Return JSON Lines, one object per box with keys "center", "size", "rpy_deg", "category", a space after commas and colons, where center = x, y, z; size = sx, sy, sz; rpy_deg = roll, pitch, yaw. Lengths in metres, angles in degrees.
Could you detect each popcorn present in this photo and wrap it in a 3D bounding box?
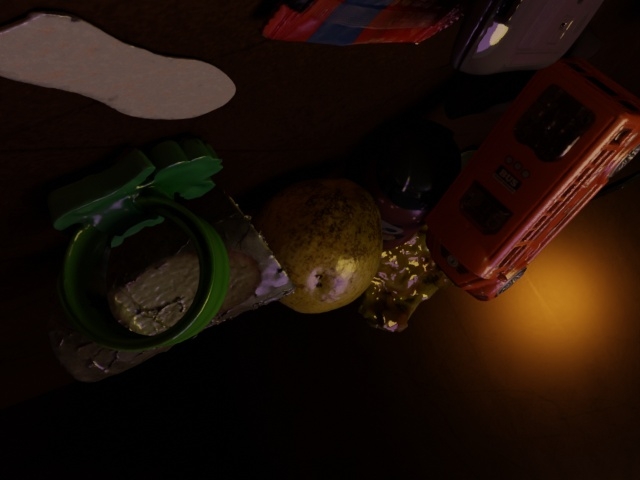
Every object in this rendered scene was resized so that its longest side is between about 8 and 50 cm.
{"center": [0.137, 0.013, 1.231], "size": [0.325, 0.321, 0.290], "rpy_deg": [-10, -167, 7], "category": "popcorn"}

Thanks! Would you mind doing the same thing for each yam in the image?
{"center": [-0.166, 0.040, 0.613], "size": [0.254, 0.154, 0.154], "rpy_deg": [-27, 174, 6], "category": "yam"}

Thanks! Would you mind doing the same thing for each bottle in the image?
{"center": [0.125, -0.084, 0.872], "size": [0.144, 0.144, 0.336], "rpy_deg": [-26, 171, -8], "category": "bottle"}

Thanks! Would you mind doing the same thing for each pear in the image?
{"center": [0.000, 0.000, 0.781], "size": [0.197, 0.197, 0.197], "rpy_deg": [-26, 174, -3], "category": "pear"}

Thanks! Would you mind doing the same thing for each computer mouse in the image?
{"center": [0.165, -0.185, 0.425], "size": [0.232, 0.057, 0.120], "rpy_deg": [-26, 151, -50], "category": "computer mouse"}

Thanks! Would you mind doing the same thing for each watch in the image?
{"center": [-0.139, 0.010, 0.468], "size": [0.165, 0.152, 0.131], "rpy_deg": [-25, 171, -4], "category": "watch"}

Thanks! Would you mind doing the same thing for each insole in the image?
{"center": [-0.113, -0.099, 0.337], "size": [0.065, 0.004, 0.197], "rpy_deg": [-29, 173, 21], "category": "insole"}

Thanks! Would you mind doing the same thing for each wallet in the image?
{"center": [0.278, -0.224, 0.738], "size": [0.182, 0.049, 0.229], "rpy_deg": [-35, 172, 34], "category": "wallet"}

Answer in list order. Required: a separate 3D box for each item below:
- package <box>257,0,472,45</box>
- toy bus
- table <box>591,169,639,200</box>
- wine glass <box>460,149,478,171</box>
{"center": [0.050, -0.165, 0.384], "size": [0.083, 0.022, 0.200], "rpy_deg": [-32, 172, 41], "category": "package"}
{"center": [0.246, -0.059, 0.699], "size": [0.153, 0.143, 0.329], "rpy_deg": [-15, 146, -46], "category": "toy bus"}
{"center": [0.673, -0.222, 1.461], "size": [0.196, 0.251, 0.282], "rpy_deg": [-23, 174, -27], "category": "table"}
{"center": [0.408, -0.156, 1.411], "size": [0.143, 0.143, 0.321], "rpy_deg": [-29, 173, 22], "category": "wine glass"}
